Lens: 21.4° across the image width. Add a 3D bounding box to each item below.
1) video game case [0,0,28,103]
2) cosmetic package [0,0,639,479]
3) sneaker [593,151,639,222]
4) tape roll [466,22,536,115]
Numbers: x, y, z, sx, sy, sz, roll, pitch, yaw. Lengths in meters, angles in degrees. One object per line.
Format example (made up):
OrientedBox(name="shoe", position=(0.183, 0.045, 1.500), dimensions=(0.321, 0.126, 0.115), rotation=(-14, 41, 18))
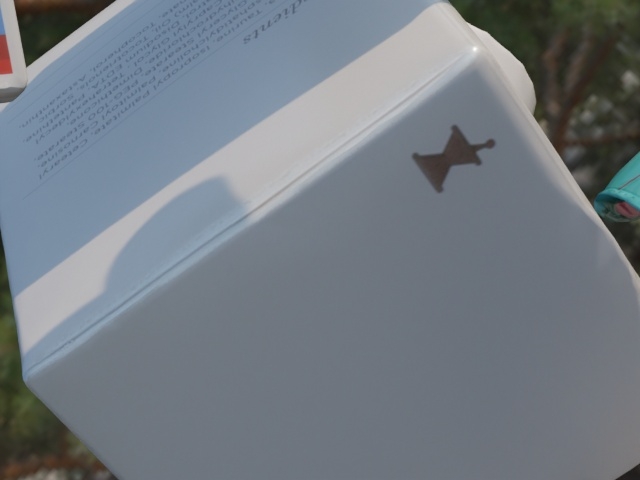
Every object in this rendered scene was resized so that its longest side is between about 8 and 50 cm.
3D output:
OrientedBox(name="video game case", position=(-0.255, -0.191, 0.752), dimensions=(0.204, 0.285, 0.025), rotation=(-8, -10, -26))
OrientedBox(name="cosmetic package", position=(0.000, 0.000, 1.171), dimensions=(0.327, 0.329, 0.394), rotation=(-35, 31, 5))
OrientedBox(name="sneaker", position=(0.163, -0.066, 0.527), dimensions=(0.178, 0.296, 0.124), rotation=(-24, 11, -9))
OrientedBox(name="tape roll", position=(0.054, -0.118, 1.578), dimensions=(0.286, 0.286, 0.100), rotation=(-28, 41, 61))
